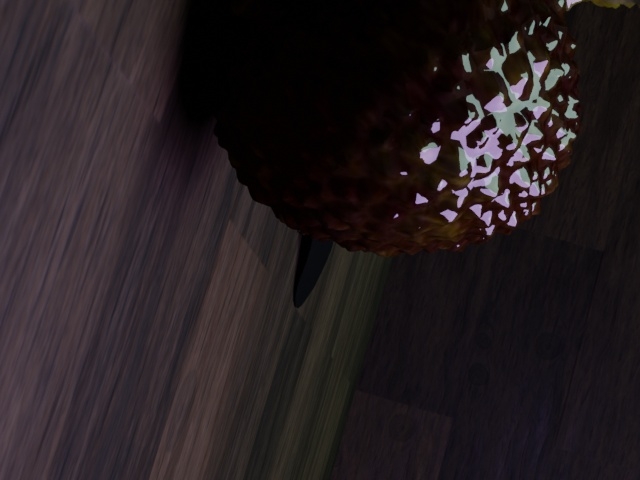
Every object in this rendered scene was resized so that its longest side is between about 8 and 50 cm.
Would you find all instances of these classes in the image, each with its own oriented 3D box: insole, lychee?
[{"bbox_3d":[0.000,0.000,1.324,0.086,0.005,0.253,-54,168,-32],"label":"insole"},{"bbox_3d":[0.055,-0.102,0.729,0.271,0.236,0.236,22,82,-44],"label":"lychee"}]

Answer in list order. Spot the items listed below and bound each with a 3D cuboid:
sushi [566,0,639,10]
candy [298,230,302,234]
[{"bbox_3d":[0.180,-0.349,0.730,0.396,0.351,0.240,97,12,-52],"label":"sushi"},{"bbox_3d":[0.020,-0.085,1.306,0.061,0.061,0.202,92,23,-60],"label":"candy"}]
